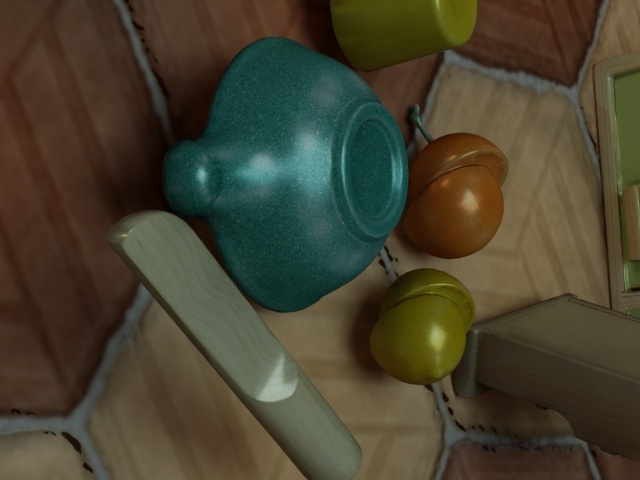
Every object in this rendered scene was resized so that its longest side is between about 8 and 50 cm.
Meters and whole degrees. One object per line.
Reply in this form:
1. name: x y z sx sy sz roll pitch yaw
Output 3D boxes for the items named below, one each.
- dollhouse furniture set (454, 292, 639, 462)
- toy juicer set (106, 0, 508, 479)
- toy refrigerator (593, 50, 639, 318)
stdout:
1. dollhouse furniture set: 0.166 0.174 0.821 0.212 0.161 0.242 -13 113 -46
2. toy juicer set: 0.000 0.000 0.700 0.329 0.089 0.209 -51 130 -48
3. toy refrigerator: 0.253 0.006 0.934 0.094 0.102 0.270 5 79 -45
